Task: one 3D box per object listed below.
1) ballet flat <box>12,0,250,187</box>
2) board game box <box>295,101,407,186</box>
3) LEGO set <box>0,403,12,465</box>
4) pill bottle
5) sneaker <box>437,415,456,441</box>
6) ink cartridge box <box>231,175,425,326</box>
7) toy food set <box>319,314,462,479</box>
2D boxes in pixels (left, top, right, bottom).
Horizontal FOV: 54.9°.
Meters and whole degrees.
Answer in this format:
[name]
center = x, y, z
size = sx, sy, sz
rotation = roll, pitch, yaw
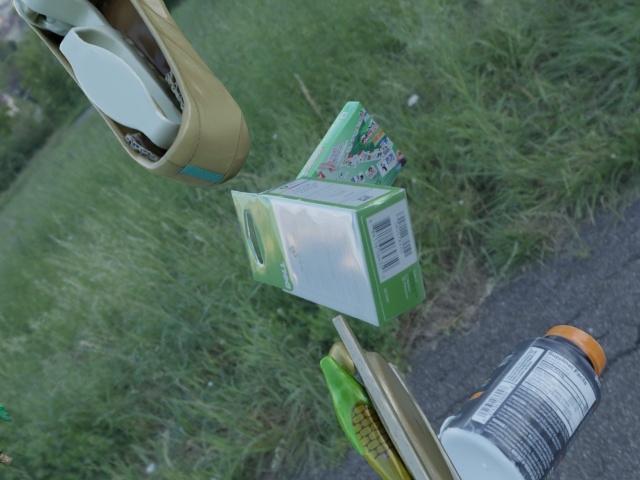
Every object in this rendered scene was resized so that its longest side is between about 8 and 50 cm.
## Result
[ballet flat]
center = -0.128, -0.126, 0.354
size = 0.232, 0.073, 0.080
rotation = 48, 111, 11
[board game box]
center = 0.053, -0.125, 1.408
size = 0.046, 0.213, 0.317
rotation = 19, 71, 51
[LEGO set]
center = -0.380, 0.209, 0.414
size = 0.192, 0.255, 0.331
rotation = -31, 20, 51
[pill bottle]
center = 0.279, 0.217, 0.809
size = 0.245, 0.131, 0.130
rotation = -37, 31, -30
[sneaker]
center = 0.174, 0.291, 0.857
size = 0.038, 0.069, 0.098
rotation = 20, 77, 10
[ink cartridge box]
center = 0.000, 0.000, 0.603
size = 0.062, 0.109, 0.209
rotation = -26, 23, -31
[toy food set]
center = 0.046, 0.127, 0.411
size = 0.038, 0.192, 0.132
rotation = -31, 64, 5
